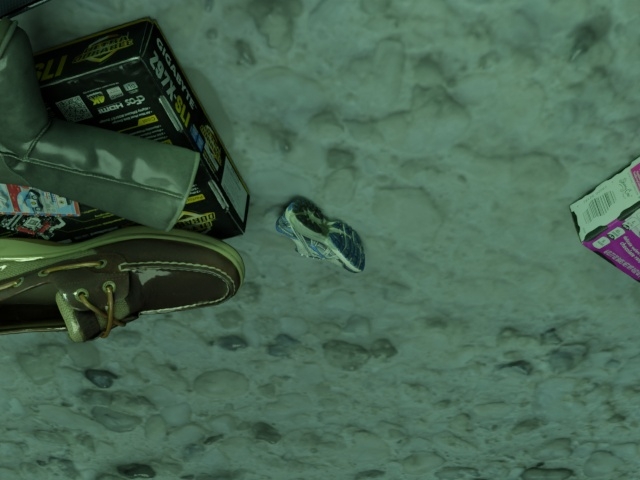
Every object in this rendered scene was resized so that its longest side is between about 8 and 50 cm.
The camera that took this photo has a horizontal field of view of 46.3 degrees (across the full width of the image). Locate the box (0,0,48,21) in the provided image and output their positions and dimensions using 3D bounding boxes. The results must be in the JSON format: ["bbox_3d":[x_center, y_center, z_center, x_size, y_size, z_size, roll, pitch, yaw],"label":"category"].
[{"bbox_3d":[-0.290,-0.292,0.588,0.184,0.059,0.232,-24,137,2],"label":"box"}]

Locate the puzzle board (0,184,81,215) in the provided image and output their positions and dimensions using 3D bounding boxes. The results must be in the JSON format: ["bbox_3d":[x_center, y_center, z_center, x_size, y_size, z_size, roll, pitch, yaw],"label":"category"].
[{"bbox_3d":[-0.310,-0.072,0.779,0.097,0.011,0.128,2,137,-3],"label":"puzzle board"}]

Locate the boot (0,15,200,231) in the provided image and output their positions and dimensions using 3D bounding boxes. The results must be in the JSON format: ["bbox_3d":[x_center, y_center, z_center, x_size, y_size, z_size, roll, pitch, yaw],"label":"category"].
[{"bbox_3d":[-0.217,-0.098,0.709,0.209,0.076,0.189,17,134,-15],"label":"boot"}]

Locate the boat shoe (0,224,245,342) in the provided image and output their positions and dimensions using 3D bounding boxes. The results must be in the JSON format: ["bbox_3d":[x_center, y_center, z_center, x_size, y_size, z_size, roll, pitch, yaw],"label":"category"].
[{"bbox_3d":[-0.258,0.066,0.842,0.342,0.123,0.123,0,137,-1],"label":"boat shoe"}]

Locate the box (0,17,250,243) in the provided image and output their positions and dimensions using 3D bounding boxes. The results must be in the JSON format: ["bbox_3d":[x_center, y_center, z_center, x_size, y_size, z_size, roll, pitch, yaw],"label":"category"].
[{"bbox_3d":[-0.277,-0.079,0.834,0.322,0.079,0.257,-13,137,13],"label":"box"}]

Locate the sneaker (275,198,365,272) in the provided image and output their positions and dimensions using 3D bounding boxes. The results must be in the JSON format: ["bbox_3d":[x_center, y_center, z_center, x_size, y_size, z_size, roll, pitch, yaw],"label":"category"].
[{"bbox_3d":[0.000,0.000,0.947,0.135,0.052,0.058,38,135,-24],"label":"sneaker"}]

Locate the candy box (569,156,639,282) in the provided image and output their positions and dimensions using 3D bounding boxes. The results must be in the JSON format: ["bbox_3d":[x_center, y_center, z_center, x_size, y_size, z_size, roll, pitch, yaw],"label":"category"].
[{"bbox_3d":[0.440,-0.048,0.878,0.159,0.071,0.233,28,129,-26],"label":"candy box"}]
